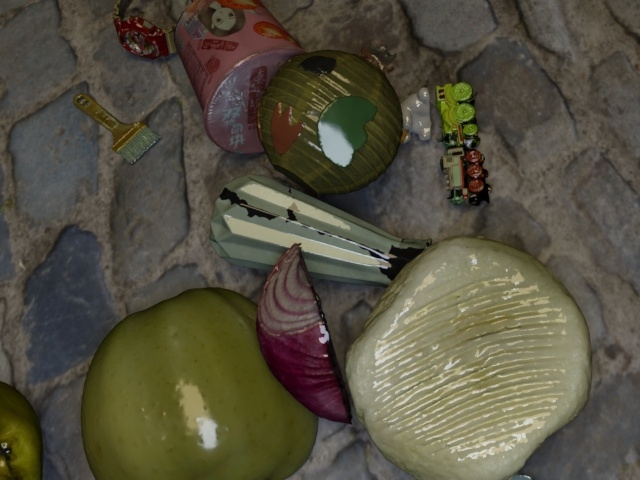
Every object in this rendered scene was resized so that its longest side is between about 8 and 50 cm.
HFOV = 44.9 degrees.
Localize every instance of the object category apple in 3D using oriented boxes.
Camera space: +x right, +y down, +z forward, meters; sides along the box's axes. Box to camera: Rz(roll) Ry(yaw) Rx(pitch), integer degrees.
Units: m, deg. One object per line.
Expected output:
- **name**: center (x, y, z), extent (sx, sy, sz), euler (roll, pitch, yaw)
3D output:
- **apple**: center (-0.213, 0.254, 1.254), extent (0.311, 0.320, 0.360), euler (-46, 60, 36)

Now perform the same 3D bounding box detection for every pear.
- **pear**: center (-0.599, 0.338, 1.179), extent (0.375, 0.287, 0.287), euler (-6, 63, 29)

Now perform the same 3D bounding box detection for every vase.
- **vase**: center (0.000, 0.000, 1.306), extent (0.360, 0.165, 0.165), euler (16, 69, 10)

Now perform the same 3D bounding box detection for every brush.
- **brush**: center (-0.419, -0.235, 1.546), extent (0.218, 0.010, 0.082), euler (38, 76, 21)

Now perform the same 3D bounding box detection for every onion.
- **onion**: center (-0.033, 0.163, 1.172), extent (0.111, 0.248, 0.250), euler (-16, 30, -5)

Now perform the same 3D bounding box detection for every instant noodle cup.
- **instant noodle cup**: center (-0.141, -0.322, 1.435), extent (0.243, 0.243, 0.231), euler (-28, 57, -5)

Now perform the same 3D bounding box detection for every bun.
- **bun**: center (0.210, 0.176, 1.143), extent (0.348, 0.227, 0.353), euler (-16, 82, 0)

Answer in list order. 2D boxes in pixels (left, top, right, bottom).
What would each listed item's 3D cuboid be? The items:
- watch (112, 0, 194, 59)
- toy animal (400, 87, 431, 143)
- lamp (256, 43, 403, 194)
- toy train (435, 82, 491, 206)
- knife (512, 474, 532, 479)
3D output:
- **watch**: center (-0.323, -0.498, 1.616), extent (0.164, 0.102, 0.268), euler (26, 63, 11)
- **toy animal**: center (0.109, -0.220, 1.433), extent (0.181, 0.131, 0.127), euler (-6, 33, -2)
- **lamp**: center (0.032, -0.215, 1.288), extent (0.250, 0.250, 0.284), euler (34, 87, 20)
- **toy train**: center (0.255, -0.172, 1.399), extent (0.085, 0.053, 0.250), euler (-9, 65, 13)
- **knife**: center (0.172, 0.436, 1.148), extent (0.331, 0.044, 0.080), euler (-35, 59, -14)
